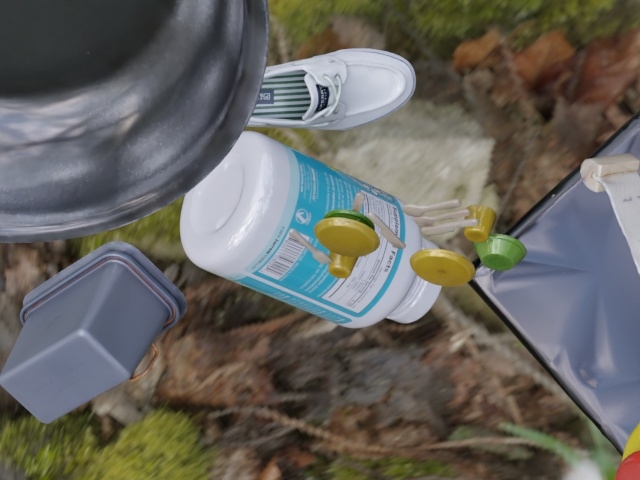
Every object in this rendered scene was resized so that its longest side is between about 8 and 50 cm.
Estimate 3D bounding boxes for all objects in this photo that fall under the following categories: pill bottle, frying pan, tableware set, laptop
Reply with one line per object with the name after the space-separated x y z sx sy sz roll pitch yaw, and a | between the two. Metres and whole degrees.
0.000 0.000 1.854 0.264 0.146 0.146 24 73 -34 | pill bottle
-0.126 -0.036 0.575 0.197 0.326 0.053 17 45 -4 | frying pan
0.063 0.000 1.301 0.104 0.154 0.024 43 49 -39 | tableware set
0.439 0.046 1.933 0.382 0.236 0.408 -43 85 18 | laptop

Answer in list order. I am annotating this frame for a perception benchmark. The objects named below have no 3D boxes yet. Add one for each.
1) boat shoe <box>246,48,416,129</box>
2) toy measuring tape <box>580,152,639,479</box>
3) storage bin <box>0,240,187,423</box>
-0.008 -0.145 1.880 0.226 0.076 0.083 -10 102 -7 | boat shoe
0.228 0.107 1.210 0.121 0.121 0.330 -15 66 -13 | toy measuring tape
-0.177 0.082 1.404 0.098 0.135 0.091 46 39 -19 | storage bin
